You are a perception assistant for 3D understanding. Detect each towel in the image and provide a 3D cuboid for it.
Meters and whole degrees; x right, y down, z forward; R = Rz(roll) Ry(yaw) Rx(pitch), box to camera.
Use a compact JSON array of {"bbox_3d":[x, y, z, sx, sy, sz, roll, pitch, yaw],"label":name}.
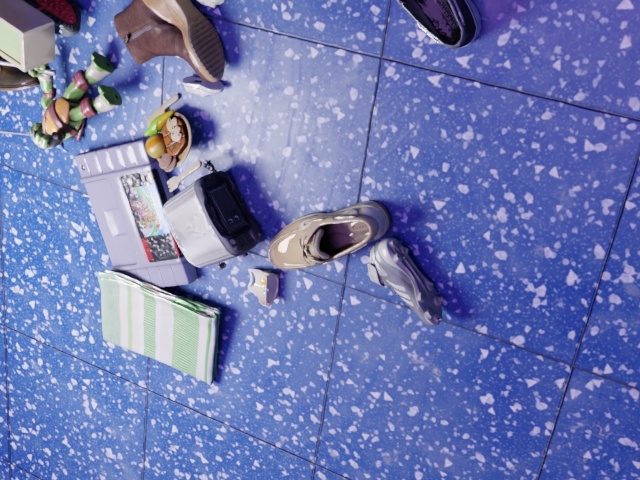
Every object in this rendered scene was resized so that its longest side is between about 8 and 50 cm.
[{"bbox_3d":[-0.398,0.213,2.047,0.325,0.038,0.247,19,128,15],"label":"towel"}]

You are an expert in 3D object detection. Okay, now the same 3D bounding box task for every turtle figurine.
[{"bbox_3d":[-0.598,-0.313,1.861,0.266,0.197,0.274,-26,126,20],"label":"turtle figurine"}]

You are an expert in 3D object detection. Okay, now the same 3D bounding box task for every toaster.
[{"bbox_3d":[-0.248,-0.048,1.840,0.146,0.129,0.227,-26,95,36],"label":"toaster"}]

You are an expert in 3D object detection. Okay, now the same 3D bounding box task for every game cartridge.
[{"bbox_3d":[-0.435,-0.055,1.980,0.230,0.068,0.355,-7,106,34],"label":"game cartridge"}]

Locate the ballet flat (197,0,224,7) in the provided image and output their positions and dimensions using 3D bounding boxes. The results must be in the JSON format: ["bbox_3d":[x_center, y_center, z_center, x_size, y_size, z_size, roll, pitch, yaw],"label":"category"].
[{"bbox_3d":[-0.150,-0.600,1.564,0.409,0.147,0.147,-40,88,34],"label":"ballet flat"}]

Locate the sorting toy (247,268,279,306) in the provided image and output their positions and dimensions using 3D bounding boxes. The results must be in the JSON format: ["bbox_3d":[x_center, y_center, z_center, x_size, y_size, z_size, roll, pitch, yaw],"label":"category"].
[{"bbox_3d":[-0.135,0.096,1.891,0.075,0.045,0.083,18,118,29],"label":"sorting toy"}]

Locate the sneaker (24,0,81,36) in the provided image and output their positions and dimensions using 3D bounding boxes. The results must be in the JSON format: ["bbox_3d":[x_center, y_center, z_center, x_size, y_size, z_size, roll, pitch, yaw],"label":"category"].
[{"bbox_3d":[-0.638,-0.502,1.899,0.262,0.104,0.125,28,132,25],"label":"sneaker"}]

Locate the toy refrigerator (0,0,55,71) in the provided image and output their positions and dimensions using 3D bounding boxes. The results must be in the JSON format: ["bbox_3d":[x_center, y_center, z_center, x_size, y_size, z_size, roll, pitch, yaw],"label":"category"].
[{"bbox_3d":[-0.707,-0.483,1.825,0.269,0.094,0.102,35,137,19],"label":"toy refrigerator"}]

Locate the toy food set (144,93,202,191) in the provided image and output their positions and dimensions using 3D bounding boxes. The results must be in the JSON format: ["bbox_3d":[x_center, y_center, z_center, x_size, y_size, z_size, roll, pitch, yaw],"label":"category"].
[{"bbox_3d":[-0.333,-0.217,1.827,0.132,0.038,0.192,-34,69,33],"label":"toy food set"}]

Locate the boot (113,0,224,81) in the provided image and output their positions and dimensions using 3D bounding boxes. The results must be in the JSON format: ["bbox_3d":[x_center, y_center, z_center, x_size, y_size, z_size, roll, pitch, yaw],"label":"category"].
[{"bbox_3d":[-0.321,-0.418,1.775,0.207,0.090,0.248,-23,99,45],"label":"boot"}]

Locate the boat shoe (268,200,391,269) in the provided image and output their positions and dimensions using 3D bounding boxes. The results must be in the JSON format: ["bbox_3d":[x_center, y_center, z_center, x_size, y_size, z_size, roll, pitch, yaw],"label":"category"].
[{"bbox_3d":[0.000,0.000,1.742,0.302,0.098,0.109,-18,100,32],"label":"boat shoe"}]

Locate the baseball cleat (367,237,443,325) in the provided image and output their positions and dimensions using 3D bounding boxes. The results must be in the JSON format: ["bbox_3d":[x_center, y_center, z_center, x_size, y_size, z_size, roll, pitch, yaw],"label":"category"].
[{"bbox_3d":[0.171,0.091,1.717,0.109,0.072,0.206,-29,90,47],"label":"baseball cleat"}]

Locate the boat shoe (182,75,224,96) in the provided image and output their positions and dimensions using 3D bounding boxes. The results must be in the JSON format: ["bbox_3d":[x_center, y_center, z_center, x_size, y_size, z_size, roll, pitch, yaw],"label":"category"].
[{"bbox_3d":[-0.249,-0.325,1.789,0.100,0.035,0.035,11,142,20],"label":"boat shoe"}]

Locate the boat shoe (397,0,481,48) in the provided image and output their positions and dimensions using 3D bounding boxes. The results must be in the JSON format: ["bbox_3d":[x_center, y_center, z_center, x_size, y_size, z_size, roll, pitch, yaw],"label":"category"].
[{"bbox_3d":[0.164,-0.461,1.468,0.108,0.102,0.301,-35,92,34],"label":"boat shoe"}]

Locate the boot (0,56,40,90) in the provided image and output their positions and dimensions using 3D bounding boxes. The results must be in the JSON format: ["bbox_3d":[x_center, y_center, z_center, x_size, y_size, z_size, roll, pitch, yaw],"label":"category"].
[{"bbox_3d":[-0.758,-0.417,1.992,0.219,0.082,0.106,10,116,27],"label":"boot"}]
